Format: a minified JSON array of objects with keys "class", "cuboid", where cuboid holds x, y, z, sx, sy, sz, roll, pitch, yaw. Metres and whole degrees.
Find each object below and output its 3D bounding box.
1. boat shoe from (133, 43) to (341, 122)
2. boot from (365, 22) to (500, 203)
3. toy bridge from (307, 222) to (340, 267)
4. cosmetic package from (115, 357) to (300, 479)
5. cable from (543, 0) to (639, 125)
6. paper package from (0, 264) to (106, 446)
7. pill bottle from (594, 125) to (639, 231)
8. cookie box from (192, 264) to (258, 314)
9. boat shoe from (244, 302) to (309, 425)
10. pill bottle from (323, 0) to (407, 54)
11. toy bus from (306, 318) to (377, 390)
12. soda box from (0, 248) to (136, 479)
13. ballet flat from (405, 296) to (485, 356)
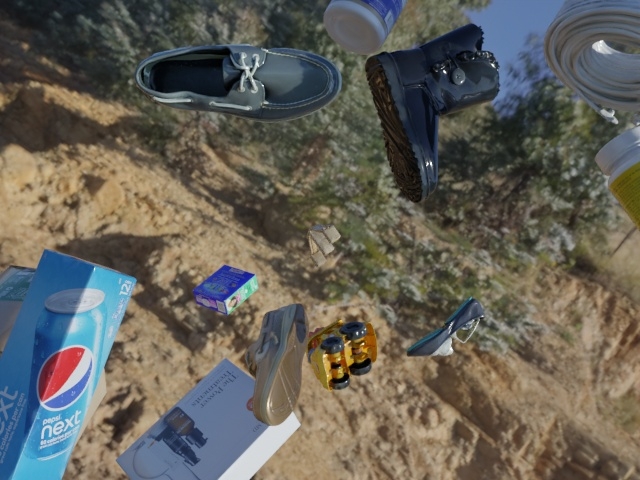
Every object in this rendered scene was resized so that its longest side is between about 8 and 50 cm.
[{"class":"boat shoe","cuboid":[-0.129,-0.243,0.960,0.319,0.116,0.099,4,10,6]},{"class":"boot","cuboid":[0.199,-0.204,0.992,0.094,0.207,0.246,6,-65,71]},{"class":"toy bridge","cuboid":[0.000,0.000,1.294,0.063,0.026,0.188,55,-18,11]},{"class":"cosmetic package","cuboid":[-0.281,0.505,1.558,0.284,0.377,0.097,25,-32,42]},{"class":"cable","cuboid":[0.498,-0.308,1.012,0.257,0.089,0.257,32,-13,-11]},{"class":"paper package","cuboid":[-0.515,0.237,1.084,0.168,0.309,0.325,3,22,1]},{"class":"pill bottle","cuboid":[0.577,-0.087,1.077,0.208,0.119,0.119,64,11,23]},{"class":"cookie box","cuboid":[-0.202,0.104,1.337,0.092,0.107,0.040,15,-52,30]},{"class":"boat shoe","cuboid":[-0.105,0.272,1.377,0.341,0.110,0.122,-73,150,-59]},{"class":"pill bottle","cuboid":[0.093,-0.422,1.061,0.112,0.187,0.112,25,-19,9]},{"class":"toy bus","cuboid":[0.028,0.323,1.854,0.211,0.220,0.149,10,-64,43]},{"class":"soda box","cuboid":[-0.261,0.120,0.609,0.071,0.210,0.067,15,-8,24]},{"class":"ballet flat","cuboid":[0.283,0.209,1.377,0.074,0.203,0.074,50,-9,11]}]
